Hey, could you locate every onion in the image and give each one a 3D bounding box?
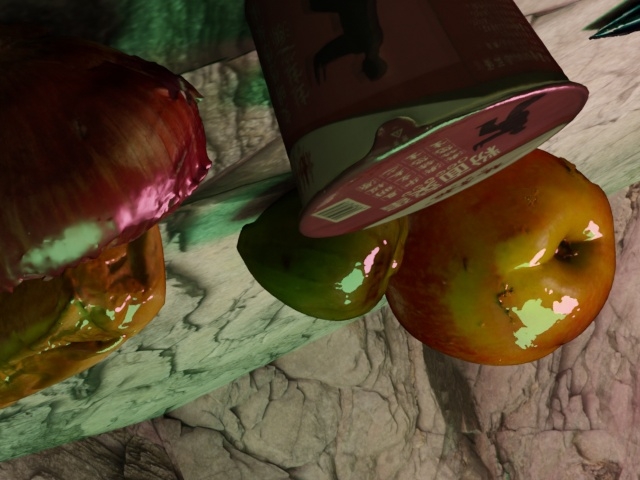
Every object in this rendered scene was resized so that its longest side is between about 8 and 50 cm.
[{"bbox_3d":[-0.189,-0.068,0.612,0.229,0.163,0.230,-24,-159,10],"label":"onion"}]

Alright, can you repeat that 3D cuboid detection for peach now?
[{"bbox_3d":[0.260,0.016,1.490,0.369,0.370,0.370,-23,169,-5],"label":"peach"}]

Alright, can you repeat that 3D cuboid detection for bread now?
[{"bbox_3d":[-0.276,0.057,0.946,0.294,0.167,0.132,-33,166,39],"label":"bread"}]

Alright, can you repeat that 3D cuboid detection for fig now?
[{"bbox_3d":[0.000,0.000,1.290,0.225,0.203,0.203,12,177,14],"label":"fig"}]

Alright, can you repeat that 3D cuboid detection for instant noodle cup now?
[{"bbox_3d":[0.059,-0.129,0.726,0.234,0.179,0.235,-22,169,-5],"label":"instant noodle cup"}]

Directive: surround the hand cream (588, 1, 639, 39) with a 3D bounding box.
[{"bbox_3d":[0.446,-0.297,1.103,0.270,0.061,0.120,-23,177,43],"label":"hand cream"}]
